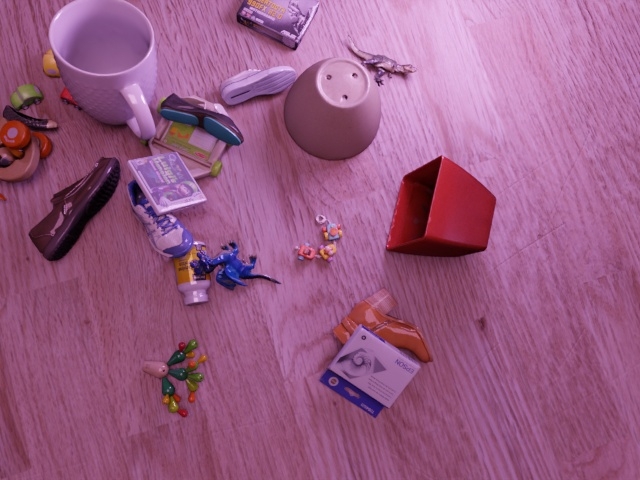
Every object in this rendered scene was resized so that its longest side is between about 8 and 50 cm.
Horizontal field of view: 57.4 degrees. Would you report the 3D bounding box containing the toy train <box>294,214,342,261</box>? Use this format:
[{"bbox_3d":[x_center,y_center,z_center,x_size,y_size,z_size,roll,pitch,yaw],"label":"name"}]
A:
[{"bbox_3d":[0.000,0.000,1.868,0.125,0.046,0.166,27,77,-1],"label":"toy train"}]

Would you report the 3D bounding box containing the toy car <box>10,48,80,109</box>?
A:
[{"bbox_3d":[-0.879,-0.487,1.859,0.225,0.053,0.239,-30,83,-12],"label":"toy car"}]

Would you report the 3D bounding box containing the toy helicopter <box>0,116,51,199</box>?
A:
[{"bbox_3d":[-1.026,-0.273,1.780,0.355,0.140,0.234,21,85,9],"label":"toy helicopter"}]

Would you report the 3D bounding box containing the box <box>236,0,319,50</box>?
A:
[{"bbox_3d":[-0.145,-0.786,2.010,0.231,0.056,0.183,27,77,-1],"label":"box"}]

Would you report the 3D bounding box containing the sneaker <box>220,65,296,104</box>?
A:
[{"bbox_3d":[-0.210,-0.531,1.927,0.258,0.094,0.091,-19,56,-12],"label":"sneaker"}]

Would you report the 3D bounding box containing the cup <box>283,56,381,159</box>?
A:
[{"bbox_3d":[0.053,-0.451,1.873,0.332,0.237,0.330,1,79,-6],"label":"cup"}]

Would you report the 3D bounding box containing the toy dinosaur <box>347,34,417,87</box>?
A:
[{"bbox_3d":[0.193,-0.606,2.013,0.268,0.064,0.118,25,62,-1],"label":"toy dinosaur"}]

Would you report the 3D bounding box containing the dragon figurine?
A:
[{"bbox_3d":[-0.261,0.099,1.765,0.289,0.085,0.144,41,52,-28],"label":"dragon figurine"}]

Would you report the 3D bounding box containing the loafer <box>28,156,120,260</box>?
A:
[{"bbox_3d":[-0.745,-0.118,1.757,0.130,0.134,0.365,33,76,0],"label":"loafer"}]

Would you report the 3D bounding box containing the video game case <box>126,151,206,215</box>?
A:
[{"bbox_3d":[-0.455,-0.173,1.739,0.173,0.022,0.190,-22,73,-45],"label":"video game case"}]

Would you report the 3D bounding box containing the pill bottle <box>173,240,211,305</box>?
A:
[{"bbox_3d":[-0.387,0.101,1.771,0.103,0.103,0.184,-9,79,-9],"label":"pill bottle"}]

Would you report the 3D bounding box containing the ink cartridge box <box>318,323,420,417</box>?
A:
[{"bbox_3d":[0.145,0.400,1.752,0.223,0.045,0.223,34,99,-6],"label":"ink cartridge box"}]

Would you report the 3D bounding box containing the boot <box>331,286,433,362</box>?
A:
[{"bbox_3d":[0.192,0.313,1.799,0.220,0.109,0.283,-39,94,-7],"label":"boot"}]

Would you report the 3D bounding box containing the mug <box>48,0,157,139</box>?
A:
[{"bbox_3d":[-0.599,-0.463,1.731,0.276,0.328,0.374,-31,78,-21],"label":"mug"}]

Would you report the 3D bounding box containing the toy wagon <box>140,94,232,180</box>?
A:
[{"bbox_3d":[-0.435,-0.295,1.867,0.268,0.068,0.344,25,77,-1],"label":"toy wagon"}]

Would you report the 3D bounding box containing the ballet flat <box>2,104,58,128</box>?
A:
[{"bbox_3d":[-0.909,-0.382,1.829,0.173,0.057,0.049,13,105,-2],"label":"ballet flat"}]

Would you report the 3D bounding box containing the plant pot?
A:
[{"bbox_3d":[0.391,-0.076,1.835,0.236,0.267,0.266,18,76,-15],"label":"plant pot"}]

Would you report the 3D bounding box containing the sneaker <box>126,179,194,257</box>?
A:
[{"bbox_3d":[-0.489,-0.065,1.727,0.112,0.131,0.296,-39,60,-18],"label":"sneaker"}]

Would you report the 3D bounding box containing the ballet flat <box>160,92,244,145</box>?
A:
[{"bbox_3d":[-0.356,-0.389,1.816,0.281,0.095,0.096,22,65,-2],"label":"ballet flat"}]

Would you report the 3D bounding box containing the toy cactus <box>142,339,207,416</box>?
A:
[{"bbox_3d":[-0.434,0.393,1.714,0.181,0.112,0.218,12,85,6],"label":"toy cactus"}]
